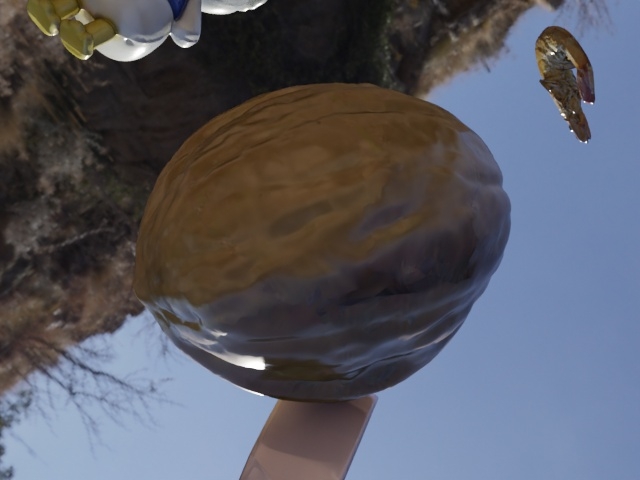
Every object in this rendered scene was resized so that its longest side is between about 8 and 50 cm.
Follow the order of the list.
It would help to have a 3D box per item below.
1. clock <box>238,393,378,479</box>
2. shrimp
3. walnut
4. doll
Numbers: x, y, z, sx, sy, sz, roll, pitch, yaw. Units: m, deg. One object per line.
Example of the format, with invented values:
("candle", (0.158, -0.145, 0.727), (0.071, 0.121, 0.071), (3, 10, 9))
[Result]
("clock", (-0.021, 0.201, 0.594), (0.068, 0.197, 0.197), (22, -134, 9))
("shrimp", (0.328, -0.201, 0.956), (0.045, 0.162, 0.095), (-30, -170, -25))
("walnut", (0.000, 0.000, 0.518), (0.261, 0.225, 0.225), (-17, -159, -17))
("doll", (-0.140, -0.252, 0.715), (0.293, 0.138, 0.119), (-42, 170, -42))
